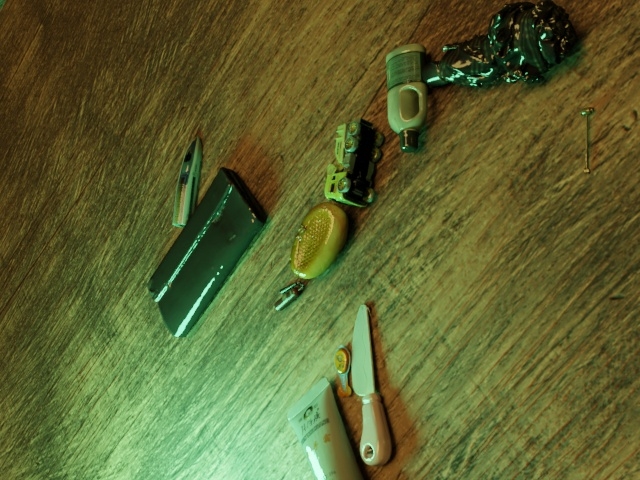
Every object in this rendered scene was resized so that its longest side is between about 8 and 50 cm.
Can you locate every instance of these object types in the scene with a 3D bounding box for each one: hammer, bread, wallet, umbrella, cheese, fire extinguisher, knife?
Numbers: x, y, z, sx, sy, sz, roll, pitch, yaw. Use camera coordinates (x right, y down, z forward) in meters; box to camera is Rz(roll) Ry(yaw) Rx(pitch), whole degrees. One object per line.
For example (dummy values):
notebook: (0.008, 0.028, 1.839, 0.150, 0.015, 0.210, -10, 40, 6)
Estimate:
hammer: (0.477, -0.180, 1.527, 0.029, 0.014, 0.123, -8, 75, 51)
bread: (0.000, 0.000, 1.889, 0.114, 0.077, 0.189, 36, 111, 23)
wallet: (-0.300, 0.031, 2.170, 0.406, 0.062, 0.228, -54, 50, 20)
umbrella: (0.319, -0.366, 1.632, 0.336, 0.154, 0.128, 1, 41, 42)
cheese: (0.048, 0.278, 1.814, 0.047, 0.017, 0.111, -21, 66, 42)
fire extinguisher: (-0.068, 0.119, 1.961, 0.100, 0.032, 0.046, -41, 21, 29)
knife: (0.097, 0.298, 1.762, 0.081, 0.043, 0.336, -33, 52, 43)

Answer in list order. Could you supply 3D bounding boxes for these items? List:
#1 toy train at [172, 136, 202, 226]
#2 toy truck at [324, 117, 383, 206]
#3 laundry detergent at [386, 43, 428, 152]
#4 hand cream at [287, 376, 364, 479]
toy train: (-0.357, -0.162, 2.283, 0.055, 0.048, 0.252, -4, 77, 40)
toy truck: (0.062, -0.169, 1.867, 0.116, 0.085, 0.191, -2, 75, 52)
laundry detergent: (0.183, -0.295, 1.792, 0.099, 0.070, 0.226, -13, 70, 40)
hand cream: (0.025, 0.440, 1.758, 0.140, 0.089, 0.314, -48, 44, 22)
